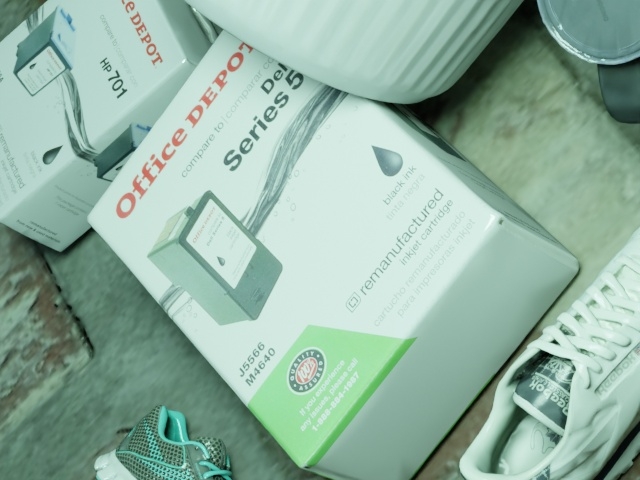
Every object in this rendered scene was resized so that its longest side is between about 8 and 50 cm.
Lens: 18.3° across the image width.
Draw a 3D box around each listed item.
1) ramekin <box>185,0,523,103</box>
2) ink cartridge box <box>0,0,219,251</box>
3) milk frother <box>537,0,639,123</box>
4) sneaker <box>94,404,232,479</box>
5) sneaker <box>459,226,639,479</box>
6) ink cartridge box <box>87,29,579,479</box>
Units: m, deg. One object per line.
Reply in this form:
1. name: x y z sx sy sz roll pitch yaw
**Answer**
1. ramekin: 0.007 -0.197 1.269 0.273 0.273 0.127 47 115 37
2. ink cartridge box: -0.169 -0.108 1.469 0.190 0.082 0.140 -40 55 17
3. milk frother: 0.224 -0.145 1.168 0.143 0.134 0.129 -20 94 32
4. sneaker: -0.084 0.169 1.332 0.166 0.065 0.076 38 94 36
5. sneaker: 0.172 0.063 1.162 0.090 0.095 0.235 36 95 40
6. ink cartridge box: 0.000 0.000 1.292 0.198 0.114 0.273 -53 52 10
